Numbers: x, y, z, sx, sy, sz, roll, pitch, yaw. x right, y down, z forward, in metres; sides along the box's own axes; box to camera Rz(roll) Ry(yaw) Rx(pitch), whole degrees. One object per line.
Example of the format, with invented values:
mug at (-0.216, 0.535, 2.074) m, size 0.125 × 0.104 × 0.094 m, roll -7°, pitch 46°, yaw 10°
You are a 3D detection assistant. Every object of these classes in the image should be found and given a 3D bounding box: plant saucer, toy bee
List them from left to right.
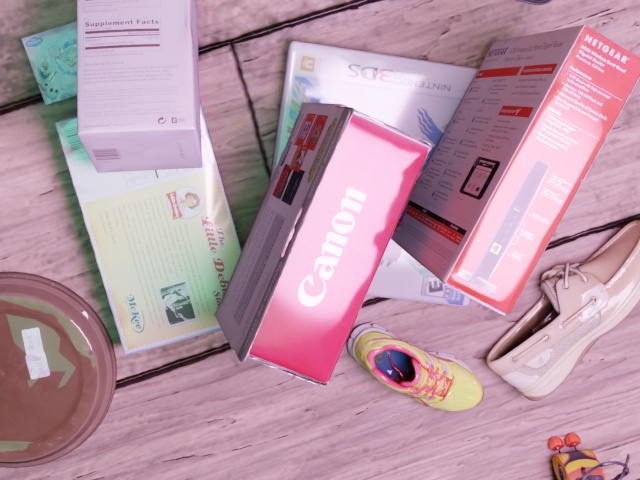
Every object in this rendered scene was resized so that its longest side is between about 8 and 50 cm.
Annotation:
plant saucer at (-0.417, 0.181, 1.321) m, size 0.278 × 0.041 × 0.277 m, roll -1°, pitch 99°, yaw -6°
toy bee at (0.385, 0.366, 1.406) m, size 0.195 × 0.162 × 0.298 m, roll 9°, pitch 124°, yaw -16°

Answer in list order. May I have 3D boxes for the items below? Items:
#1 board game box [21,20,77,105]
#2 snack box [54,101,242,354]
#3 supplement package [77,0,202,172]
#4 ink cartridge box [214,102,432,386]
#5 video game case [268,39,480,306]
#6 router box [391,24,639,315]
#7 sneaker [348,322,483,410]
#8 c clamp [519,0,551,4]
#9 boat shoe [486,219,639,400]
board game box at (-0.328, -0.232, 1.268) m, size 0.090 × 0.020 × 0.090 m, roll -18°, pitch 102°, yaw -3°
snack box at (-0.212, -0.027, 1.296) m, size 0.187 × 0.060 × 0.321 m, roll -15°, pitch 101°, yaw -6°
supplement package at (-0.216, -0.220, 1.179) m, size 0.134 × 0.139 × 0.244 m, roll -3°, pitch 74°, yaw -4°
ink cartridge box at (0.000, 0.000, 1.170) m, size 0.130 × 0.272 × 0.309 m, roll 22°, pitch 93°, yaw -14°
video game case at (0.083, -0.086, 1.333) m, size 0.300 × 0.036 × 0.329 m, roll 7°, pitch 99°, yaw -8°
router box at (0.212, -0.093, 1.157) m, size 0.082 × 0.335 × 0.301 m, roll 27°, pitch 95°, yaw -9°
sneaker at (0.137, 0.190, 1.358) m, size 0.209 × 0.094 × 0.081 m, roll 23°, pitch 95°, yaw -11°
c clamp at (0.277, -0.389, 1.312) m, size 0.161 × 0.022 × 0.137 m, roll 5°, pitch 104°, yaw -9°
boat shoe at (0.354, 0.083, 1.360) m, size 0.098 × 0.109 × 0.302 m, roll 37°, pitch 100°, yaw -12°
